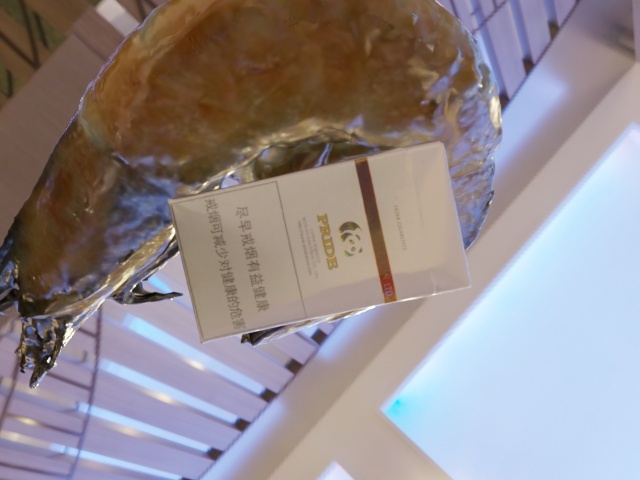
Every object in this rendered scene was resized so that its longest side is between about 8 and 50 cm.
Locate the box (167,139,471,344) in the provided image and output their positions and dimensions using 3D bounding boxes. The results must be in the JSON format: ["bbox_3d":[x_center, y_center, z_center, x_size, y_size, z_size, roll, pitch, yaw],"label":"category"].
[{"bbox_3d":[0.000,0.000,0.464,0.155,0.040,0.083,-12,-86,1],"label":"box"}]

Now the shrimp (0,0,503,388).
[{"bbox_3d":[-0.071,-0.002,0.570,0.445,0.272,0.085,-37,-145,29],"label":"shrimp"}]
